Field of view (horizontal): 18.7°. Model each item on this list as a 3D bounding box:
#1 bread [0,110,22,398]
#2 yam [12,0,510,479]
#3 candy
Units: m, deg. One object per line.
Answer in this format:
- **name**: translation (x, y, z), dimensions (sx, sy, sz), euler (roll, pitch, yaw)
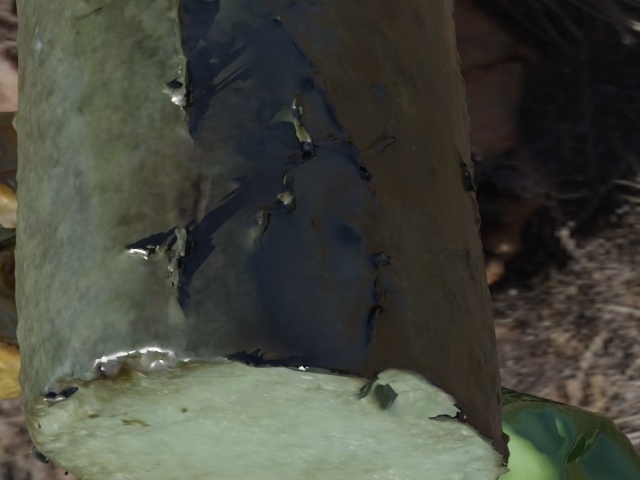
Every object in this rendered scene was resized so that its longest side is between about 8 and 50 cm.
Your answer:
- **bread**: translation (-0.247, 0.007, 1.561), dimensions (0.134, 0.244, 0.244), euler (-177, 88, -67)
- **yam**: translation (-0.026, -0.055, 0.673), dimensions (0.168, 0.168, 0.304), euler (-20, 57, 24)
- **candy**: translation (0.108, 0.154, 1.166), dimensions (0.142, 0.343, 0.132), euler (11, 88, -9)
